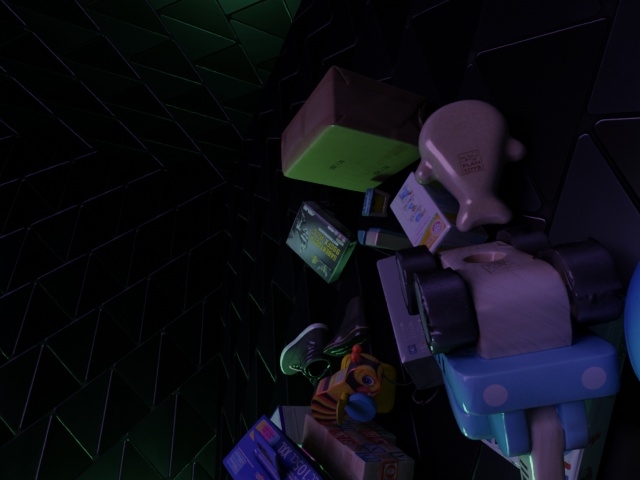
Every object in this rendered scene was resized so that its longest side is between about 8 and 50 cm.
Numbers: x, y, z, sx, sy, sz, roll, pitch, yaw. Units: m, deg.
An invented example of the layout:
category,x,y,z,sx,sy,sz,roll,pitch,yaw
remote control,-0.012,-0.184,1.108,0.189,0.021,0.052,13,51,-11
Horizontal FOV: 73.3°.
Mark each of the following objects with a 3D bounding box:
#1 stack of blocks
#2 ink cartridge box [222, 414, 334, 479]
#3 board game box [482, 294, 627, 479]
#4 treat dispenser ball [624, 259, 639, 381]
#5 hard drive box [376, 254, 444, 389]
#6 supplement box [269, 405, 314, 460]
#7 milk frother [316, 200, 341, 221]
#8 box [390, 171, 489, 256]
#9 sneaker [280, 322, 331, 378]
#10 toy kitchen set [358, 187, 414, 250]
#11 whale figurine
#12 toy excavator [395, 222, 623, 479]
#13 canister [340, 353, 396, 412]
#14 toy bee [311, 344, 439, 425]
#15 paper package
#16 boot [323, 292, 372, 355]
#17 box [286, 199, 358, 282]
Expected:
category,x,y,z,sx,sy,sz,roll,pitch,yaw
stack of blocks,0.094,0.503,1.024,0.297,0.171,0.087,-4,77,65
ink cartridge box,-0.048,0.584,0.981,0.151,0.395,0.270,-46,33,-18
board game box,0.362,0.216,0.692,0.193,0.053,0.305,18,97,65
treat dispenser ball,0.415,0.078,0.340,0.288,0.288,0.288,-39,46,56
hard drive box,0.202,0.168,0.906,0.181,0.089,0.232,58,-163,-51
supplement box,-0.028,0.546,1.219,0.111,0.220,0.114,-63,30,34
milk frother,0.006,-0.064,1.577,0.143,0.129,0.135,-37,-22,-55
box,0.257,-0.045,0.958,0.103,0.114,0.203,-60,30,32
sneaker,-0.059,0.423,1.477,0.296,0.104,0.147,-55,28,36
toy kitchen set,0.163,-0.064,1.169,0.207,0.122,0.166,10,89,66
whale figurine,0.303,-0.145,0.877,0.141,0.216,0.272,37,-140,-67
toy excavator,0.268,0.232,0.552,0.433,0.222,0.445,-77,-26,-80
canister,0.123,0.373,1.136,0.170,0.073,0.126,-12,69,63
toy bee,0.087,0.316,0.994,0.298,0.162,0.195,-32,14,5
paper package,0.089,-0.282,1.194,0.325,0.309,0.168,147,127,-60
boot,0.081,0.258,1.296,0.198,0.076,0.137,-38,41,38
box,0.000,0.000,1.456,0.231,0.056,0.183,43,123,27
